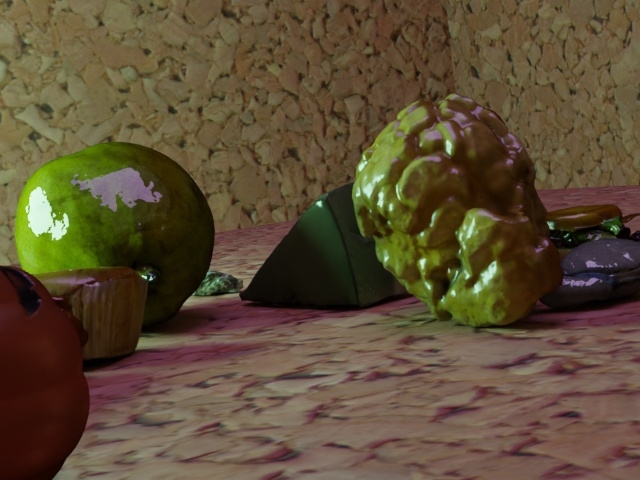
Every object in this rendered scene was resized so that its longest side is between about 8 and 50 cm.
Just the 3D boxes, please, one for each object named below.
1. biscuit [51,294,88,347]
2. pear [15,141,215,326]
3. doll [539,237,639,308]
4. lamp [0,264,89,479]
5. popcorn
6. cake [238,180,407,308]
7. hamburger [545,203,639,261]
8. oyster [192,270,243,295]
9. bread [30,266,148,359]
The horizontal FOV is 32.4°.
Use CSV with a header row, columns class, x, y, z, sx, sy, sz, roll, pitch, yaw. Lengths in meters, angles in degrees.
class,x,y,z,sx,sy,sz,roll,pitch,yaw
biscuit,-0.446,0.131,1.170,0.318,0.110,0.312,-5,7,18
pear,-0.289,0.004,1.604,0.287,0.287,0.375,-9,20,-22
doll,0.355,0.036,1.370,0.214,0.071,0.103,-17,8,-38
lamp,-0.262,0.105,0.770,0.188,0.187,0.164,-3,5,40
popcorn,0.171,-0.019,1.347,0.225,0.265,0.332,-25,48,-8
cake,-0.004,0.002,1.657,0.158,0.172,0.284,-15,8,-43
hamburger,0.388,-0.001,1.652,0.164,0.093,0.189,-10,4,-14
oyster,-0.194,0.083,1.905,0.098,0.037,0.100,11,-24,-23
bread,-0.369,0.098,1.386,0.288,0.119,0.152,-5,-3,16
